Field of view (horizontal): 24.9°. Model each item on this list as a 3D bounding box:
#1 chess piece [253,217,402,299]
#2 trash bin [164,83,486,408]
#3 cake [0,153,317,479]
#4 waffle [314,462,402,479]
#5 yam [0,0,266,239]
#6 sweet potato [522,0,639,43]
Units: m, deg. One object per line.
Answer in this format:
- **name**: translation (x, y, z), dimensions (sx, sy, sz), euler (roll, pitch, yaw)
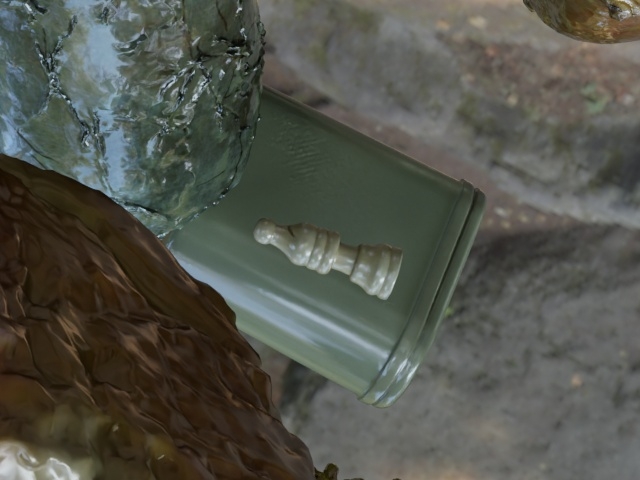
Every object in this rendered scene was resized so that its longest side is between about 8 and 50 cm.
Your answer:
- **chess piece**: translation (0.003, 0.007, 0.901), dimensions (0.092, 0.035, 0.035), euler (18, 161, -5)
- **trash bin**: translation (0.000, 0.000, 1.321), dimensions (0.247, 0.243, 0.121), euler (27, 148, -4)
- **cake**: translation (-0.190, 0.140, 0.676), dimensions (0.293, 0.307, 0.314), euler (42, -169, -28)
- **waffle**: translation (0.023, 0.262, 1.181), dimensions (0.197, 0.070, 0.193), euler (-5, -141, -40)
- **yam**: translation (-0.163, -0.160, 1.087), dimensions (0.241, 0.241, 0.348), euler (26, 148, 11)
- **sweet potato**: translation (0.235, -0.222, 1.219), dimensions (0.131, 0.131, 0.336), euler (31, 177, -1)
